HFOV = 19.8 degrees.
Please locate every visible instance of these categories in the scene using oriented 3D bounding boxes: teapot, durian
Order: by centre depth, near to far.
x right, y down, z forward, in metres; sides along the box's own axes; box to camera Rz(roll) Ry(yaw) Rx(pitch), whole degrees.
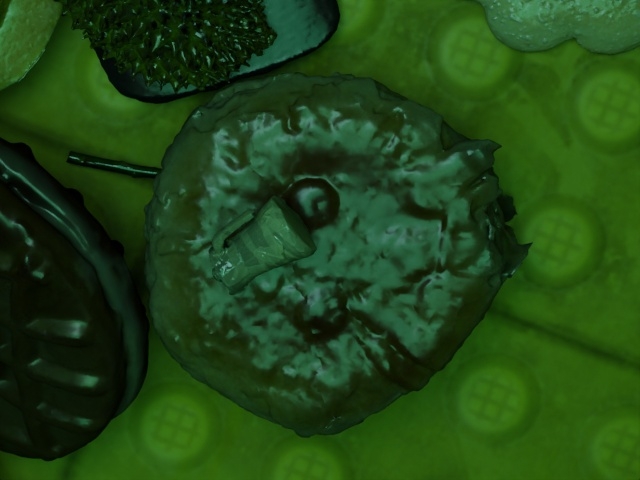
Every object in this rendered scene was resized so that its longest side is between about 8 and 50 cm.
[{"bbox_3d":[-0.053,0.006,1.457,0.083,0.057,0.067,-36,130,15],"label":"teapot"},{"bbox_3d":[-0.141,-0.214,1.489,0.137,0.095,0.221,-45,95,-12],"label":"durian"}]

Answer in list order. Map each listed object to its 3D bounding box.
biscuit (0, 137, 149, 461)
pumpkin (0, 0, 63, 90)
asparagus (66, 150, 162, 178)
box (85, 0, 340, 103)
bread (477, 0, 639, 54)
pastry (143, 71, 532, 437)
[{"bbox_3d":[-0.288,0.020,1.524,0.366,0.115,0.268,45,139,-10],"label":"biscuit"},{"bbox_3d":[-0.330,-0.222,1.542,0.217,0.110,0.217,-4,102,-17],"label":"pumpkin"},{"bbox_3d":[-0.142,-0.059,1.607,0.162,0.016,0.016,9,121,-1],"label":"asparagus"},{"bbox_3d":[-0.107,-0.228,1.567,0.212,0.042,0.201,-21,98,4],"label":"box"},{"bbox_3d":[0.218,-0.248,1.553,0.250,0.039,0.182,4,99,1],"label":"bread"},{"bbox_3d":[0.000,0.000,1.550,0.329,0.136,0.330,0,100,2],"label":"pastry"}]
